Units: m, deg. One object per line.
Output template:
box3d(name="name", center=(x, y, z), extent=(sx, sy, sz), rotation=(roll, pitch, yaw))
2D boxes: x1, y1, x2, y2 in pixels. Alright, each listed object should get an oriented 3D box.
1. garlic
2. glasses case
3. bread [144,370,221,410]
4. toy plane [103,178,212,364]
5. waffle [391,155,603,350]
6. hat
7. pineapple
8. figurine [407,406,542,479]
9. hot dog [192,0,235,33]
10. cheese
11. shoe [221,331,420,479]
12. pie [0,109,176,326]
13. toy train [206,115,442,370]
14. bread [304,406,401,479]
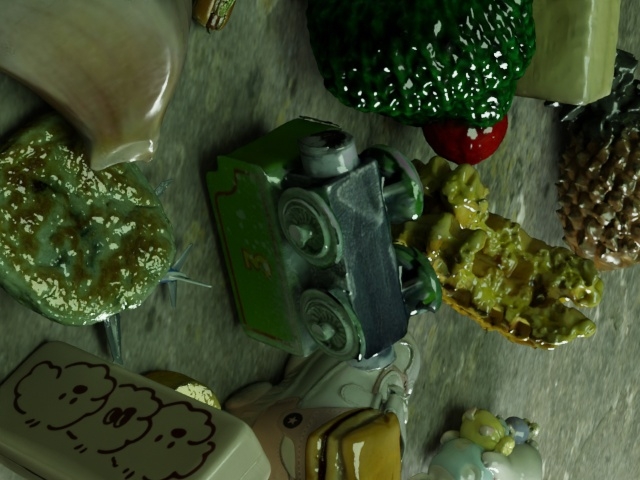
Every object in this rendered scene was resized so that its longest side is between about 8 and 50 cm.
box3d(name="garlic", center=(-0.269, -0.257, 1.484), extent=(0.340, 0.231, 0.246), rotation=(26, 125, -31))
box3d(name="glasses case", center=(-0.213, 0.212, 1.543), extent=(0.144, 0.336, 0.076), rotation=(-49, 133, -27))
box3d(name="bread", center=(-0.214, 0.268, 1.750), extent=(0.102, 0.094, 0.245), rotation=(39, 73, -37))
box3d(name="toy plane", center=(-0.224, 0.034, 1.684), extent=(0.226, 0.058, 0.226), rotation=(10, 98, -45))
box3d(name="waffle", center=(0.212, 0.023, 1.985), extent=(0.324, 0.261, 0.151), rotation=(37, 76, -26))
box3d(name="hat", center=(0.140, -0.209, 1.856), extent=(0.242, 0.274, 0.332), rotation=(-54, 144, -27))
box3d(name="pineapple", center=(0.447, -0.148, 2.261), extent=(0.223, 0.223, 0.357), rotation=(-33, 117, -36))
box3d(name="figurine", center=(0.228, 0.335, 2.228), extent=(0.235, 0.127, 0.155), rotation=(10, 113, -46))
box3d(name="hot dog", center=(-0.109, -0.301, 1.709), extent=(0.056, 0.041, 0.133), rotation=(20, 88, -49))
box3d(name="cheese", center=(0.274, -0.330, 1.966), extent=(0.124, 0.242, 0.265), rotation=(-24, 120, -52))
box3d(name="shoe", center=(0.035, 0.239, 1.928), extent=(0.351, 0.198, 0.172), rotation=(-36, 127, -33))
box3d(name="pie", center=(-0.261, -0.025, 1.578), extent=(0.240, 0.054, 0.240), rotation=(10, 73, -36))
box3d(name="toy train", center=(0.000, 0.000, 1.770), extent=(0.173, 0.249, 0.307), rotation=(-32, 124, -33))
box3d(name="bread", center=(0.041, 0.301, 1.765), extent=(0.116, 0.077, 0.200), rotation=(-20, 117, -47))
